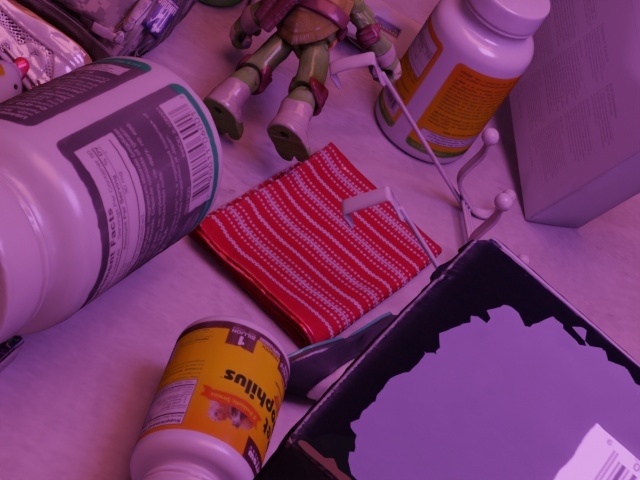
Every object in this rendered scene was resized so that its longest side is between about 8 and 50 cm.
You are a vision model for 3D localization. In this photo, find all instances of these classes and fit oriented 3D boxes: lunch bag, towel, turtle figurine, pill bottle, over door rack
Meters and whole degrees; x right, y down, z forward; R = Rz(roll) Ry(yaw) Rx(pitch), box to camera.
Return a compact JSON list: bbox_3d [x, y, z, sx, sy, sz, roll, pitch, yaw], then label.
[{"bbox_3d":[-0.279,-0.339,1.696,0.305,0.212,0.256,34,47,-1],"label":"lunch bag"},{"bbox_3d":[0.000,0.000,1.683,0.199,0.031,0.275,44,42,11],"label":"towel"},{"bbox_3d":[-0.016,-0.210,1.792,0.197,0.274,0.266,36,64,-12],"label":"turtle figurine"},{"bbox_3d":[-0.257,-0.035,1.380,0.204,0.204,0.361,40,31,7],"label":"pill bottle"},{"bbox_3d":[-0.105,0.179,1.381,0.117,0.117,0.215,26,42,-8],"label":"pill bottle"},{"bbox_3d":[0.179,-0.222,1.841,0.136,0.246,0.136,17,44,-18],"label":"pill bottle"},{"bbox_3d":[0.147,-0.047,1.678,0.324,0.108,0.240,41,31,-38],"label":"over door rack"}]

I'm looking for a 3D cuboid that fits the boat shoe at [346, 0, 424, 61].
[{"bbox_3d":[0.061,-0.288,1.966,0.219,0.070,0.078,35,81,-6],"label":"boat shoe"}]

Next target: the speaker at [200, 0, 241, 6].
[{"bbox_3d":[-0.086,-0.431,1.832,0.131,0.296,0.131,17,44,-17],"label":"speaker"}]

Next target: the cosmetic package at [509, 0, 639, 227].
[{"bbox_3d":[0.353,-0.241,1.866,0.097,0.284,0.377,7,67,-27],"label":"cosmetic package"}]

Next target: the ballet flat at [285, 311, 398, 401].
[{"bbox_3d":[0.031,0.131,1.551,0.203,0.074,0.074,-19,63,-45],"label":"ballet flat"}]

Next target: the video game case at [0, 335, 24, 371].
[{"bbox_3d":[-0.418,0.085,1.327,0.232,0.042,0.210,36,41,3],"label":"video game case"}]

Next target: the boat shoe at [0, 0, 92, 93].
[{"bbox_3d":[-0.382,-0.229,1.610,0.277,0.098,0.096,33,68,5],"label":"boat shoe"}]

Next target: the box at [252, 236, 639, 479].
[{"bbox_3d":[0.126,0.349,1.099,0.480,0.472,0.297,41,43,8],"label":"box"}]

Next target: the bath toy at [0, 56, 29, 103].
[{"bbox_3d":[-0.438,-0.229,1.521,0.348,0.151,0.129,42,69,5],"label":"bath toy"}]
